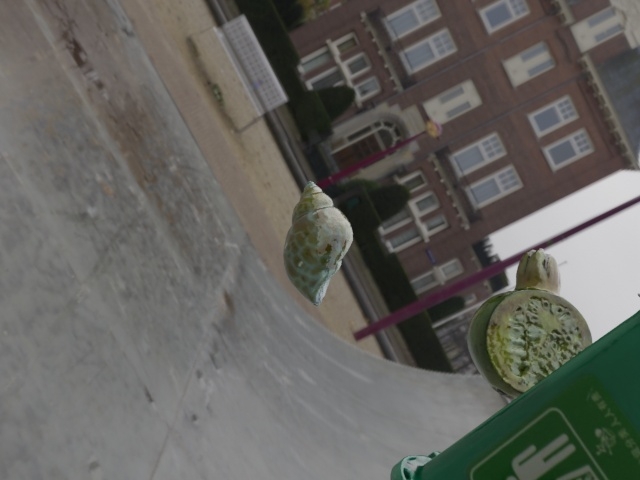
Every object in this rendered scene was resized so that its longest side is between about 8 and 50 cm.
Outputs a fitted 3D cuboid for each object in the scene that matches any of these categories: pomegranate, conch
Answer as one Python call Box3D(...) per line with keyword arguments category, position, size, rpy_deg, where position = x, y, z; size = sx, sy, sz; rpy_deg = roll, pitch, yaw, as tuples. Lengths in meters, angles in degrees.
Box3D(category="pomegranate", position=(0.330, 0.147, 1.154), size=(0.159, 0.189, 0.241), rpy_deg=(129, -53, -80))
Box3D(category="conch", position=(-0.008, 0.011, 1.052), size=(0.116, 0.105, 0.173), rpy_deg=(-29, 133, -64))

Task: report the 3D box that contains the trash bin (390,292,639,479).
Box3D(category="trash bin", position=(0.298, 0.265, 0.715), size=(0.295, 0.381, 0.259), rpy_deg=(14, 36, -41))
